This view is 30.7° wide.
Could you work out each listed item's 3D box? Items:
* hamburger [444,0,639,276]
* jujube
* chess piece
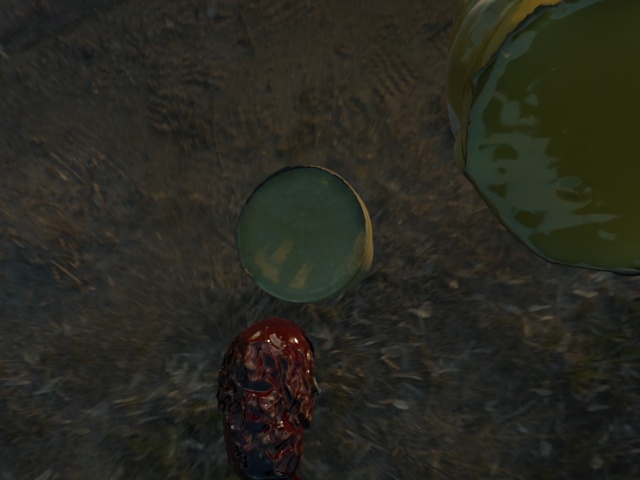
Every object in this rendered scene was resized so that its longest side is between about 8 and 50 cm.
[{"bbox_3d":[0.227,-0.139,0.935,0.276,0.237,0.276,1,127,1],"label":"hamburger"},{"bbox_3d":[-0.054,0.151,1.098,0.104,0.104,0.166,9,52,-3],"label":"jujube"},{"bbox_3d":[0.000,0.000,0.601,0.066,0.122,0.066,0,87,9],"label":"chess piece"}]
